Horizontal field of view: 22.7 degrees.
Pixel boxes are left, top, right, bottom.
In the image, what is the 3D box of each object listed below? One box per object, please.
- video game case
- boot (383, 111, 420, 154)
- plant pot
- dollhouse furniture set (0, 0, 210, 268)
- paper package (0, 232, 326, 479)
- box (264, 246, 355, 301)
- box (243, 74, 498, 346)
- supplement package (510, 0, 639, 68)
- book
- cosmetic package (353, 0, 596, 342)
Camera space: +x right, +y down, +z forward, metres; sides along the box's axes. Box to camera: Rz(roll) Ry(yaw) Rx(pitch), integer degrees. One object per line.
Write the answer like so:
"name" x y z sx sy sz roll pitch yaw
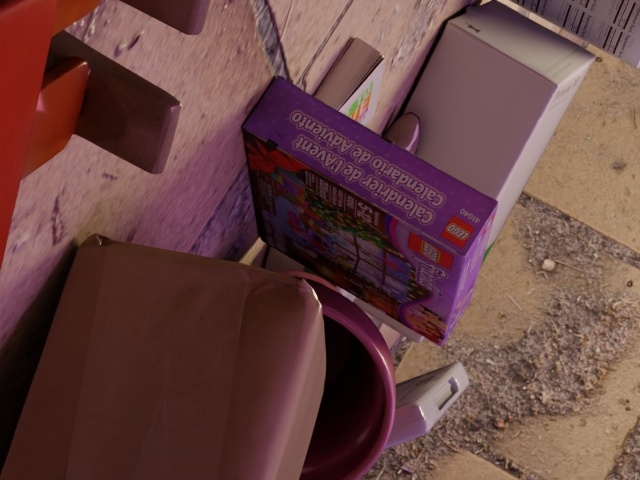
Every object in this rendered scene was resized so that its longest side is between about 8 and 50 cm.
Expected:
"video game case" -0.020 0.213 1.651 0.329 0.036 0.300 -22 178 13
"boot" 0.067 -0.080 1.770 0.087 0.042 0.118 -44 161 -52
"plant pot" -0.033 0.115 1.455 0.201 0.201 0.180 -62 -174 16
"dollhouse furniture set" -0.119 -0.062 0.545 0.262 0.135 0.259 -44 160 -49
"paper package" -0.114 0.199 1.091 0.309 0.168 0.324 86 19 -74
"box" 0.003 0.018 1.590 0.102 0.087 0.101 -51 167 -36
"box" 0.039 -0.015 1.341 0.057 0.201 0.293 -57 170 -14
"supplement package" 0.339 -0.350 1.857 0.194 0.203 0.149 -57 170 -17
"book" 0.015 -0.112 1.446 0.096 0.035 0.144 -53 170 -14
"cosmetic package" 0.161 -0.086 1.895 0.365 0.155 0.197 -63 167 27
